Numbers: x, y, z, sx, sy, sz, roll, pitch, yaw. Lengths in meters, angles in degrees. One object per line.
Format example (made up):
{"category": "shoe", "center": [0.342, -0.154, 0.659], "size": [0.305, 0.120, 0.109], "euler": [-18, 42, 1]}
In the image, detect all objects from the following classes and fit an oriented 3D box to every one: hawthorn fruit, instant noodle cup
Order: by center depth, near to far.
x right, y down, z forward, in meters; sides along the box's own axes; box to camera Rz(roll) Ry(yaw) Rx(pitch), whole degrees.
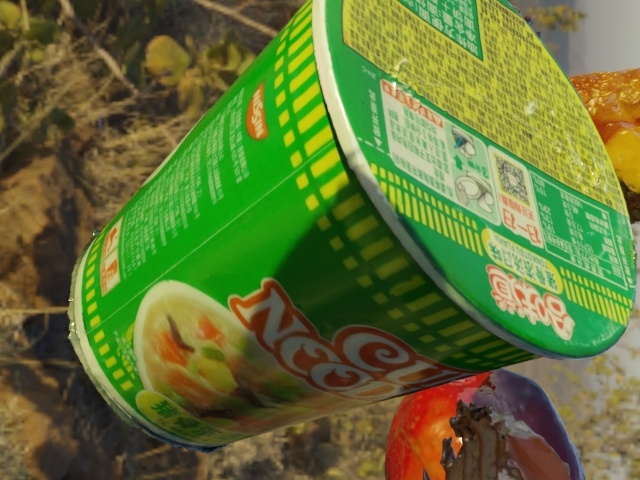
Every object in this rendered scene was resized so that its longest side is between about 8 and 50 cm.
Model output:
{"category": "instant noodle cup", "center": [0.000, 0.000, 0.488], "size": [0.207, 0.233, 0.207], "euler": [26, 48, -33]}
{"category": "hawthorn fruit", "center": [0.204, 0.285, 1.311], "size": [0.265, 0.265, 0.307], "euler": [29, 40, -71]}

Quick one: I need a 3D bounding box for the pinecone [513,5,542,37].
{"category": "pinecone", "center": [0.194, -0.231, 1.178], "size": [0.120, 0.140, 0.140], "euler": [65, 14, 8]}

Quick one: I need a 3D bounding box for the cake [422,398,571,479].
{"category": "cake", "center": [0.116, 0.214, 0.599], "size": [0.287, 0.135, 0.098], "euler": [-114, -143, -47]}

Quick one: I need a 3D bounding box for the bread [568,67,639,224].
{"category": "bread", "center": [0.296, -0.091, 0.830], "size": [0.185, 0.380, 0.109], "euler": [-45, 110, -32]}
